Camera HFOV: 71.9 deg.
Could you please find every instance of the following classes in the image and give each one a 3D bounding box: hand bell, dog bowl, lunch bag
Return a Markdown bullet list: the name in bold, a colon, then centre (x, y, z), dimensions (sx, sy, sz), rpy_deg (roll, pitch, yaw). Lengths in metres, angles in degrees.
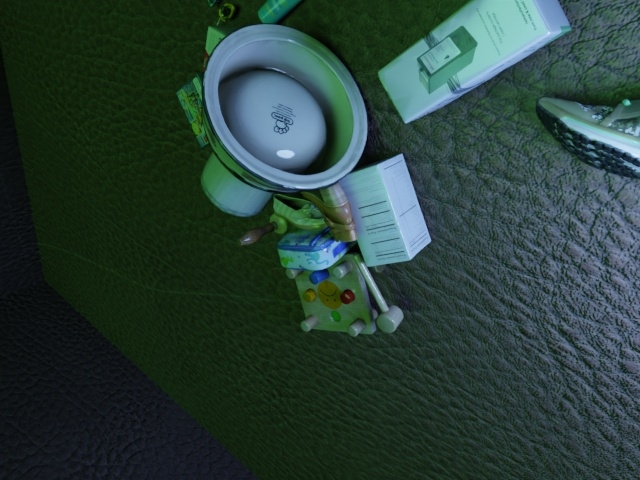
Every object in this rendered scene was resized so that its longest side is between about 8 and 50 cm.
- **hand bell**: centre (-0.154, -0.038, 1.319), dimensions (0.126, 0.242, 0.126), rpy_deg (17, 120, 32)
- **dog bowl**: centre (-0.097, -0.296, 1.066), dimensions (0.407, 0.408, 0.150), rpy_deg (62, 150, -3)
- **lunch bag**: centre (0.000, 0.000, 1.232), dimensions (0.176, 0.219, 0.090), rpy_deg (4, 118, 36)

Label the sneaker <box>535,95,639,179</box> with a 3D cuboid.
- **sneaker**: centre (0.592, -0.200, 0.759), dimensions (0.411, 0.158, 0.181), rpy_deg (29, 95, 27)

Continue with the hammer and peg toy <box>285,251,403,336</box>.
- **hammer and peg toy**: centre (0.075, 0.150, 1.309), dimensions (0.362, 0.127, 0.265), rpy_deg (-5, 106, 40)

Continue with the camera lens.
- **camera lens**: centre (-0.207, -0.218, 1.289), dimensions (0.219, 0.219, 0.274), rpy_deg (51, 132, 7)

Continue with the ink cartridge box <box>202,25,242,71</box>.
- **ink cartridge box**: centre (-0.214, -0.495, 1.221), dimensions (0.176, 0.127, 0.128), rpy_deg (38, 129, 19)

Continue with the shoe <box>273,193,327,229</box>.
- **shoe**: centre (-0.060, -0.082, 1.236), dimensions (0.219, 0.077, 0.058), rpy_deg (21, 129, 41)

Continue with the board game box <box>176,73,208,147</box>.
- **board game box**: centre (-0.387, -0.424, 1.456), dimensions (0.136, 0.035, 0.201), rpy_deg (-16, 101, 42)

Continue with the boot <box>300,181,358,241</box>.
- **boot**: centre (0.020, -0.071, 1.125), dimensions (0.152, 0.073, 0.197), rpy_deg (67, 165, -16)

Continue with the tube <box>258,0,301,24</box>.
- **tube**: centre (-0.072, -0.623, 1.108), dimensions (0.207, 0.052, 0.080), rpy_deg (-27, 103, 36)

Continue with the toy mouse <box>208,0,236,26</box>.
- **toy mouse**: centre (-0.271, -0.696, 1.234), dimensions (0.161, 0.031, 0.142), rpy_deg (-16, 101, 41)

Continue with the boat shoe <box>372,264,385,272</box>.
- **boat shoe**: centre (0.143, 0.016, 1.241), dimensions (0.048, 0.056, 0.152), rpy_deg (-5, 107, 49)

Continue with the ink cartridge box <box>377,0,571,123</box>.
- **ink cartridge box**: centre (0.287, -0.359, 0.839), dimensions (0.289, 0.211, 0.121), rpy_deg (-25, 96, 44)

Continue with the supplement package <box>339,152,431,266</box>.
- **supplement package**: centre (0.162, -0.075, 1.121), dimensions (0.134, 0.139, 0.243), rpy_deg (-12, 102, 40)
